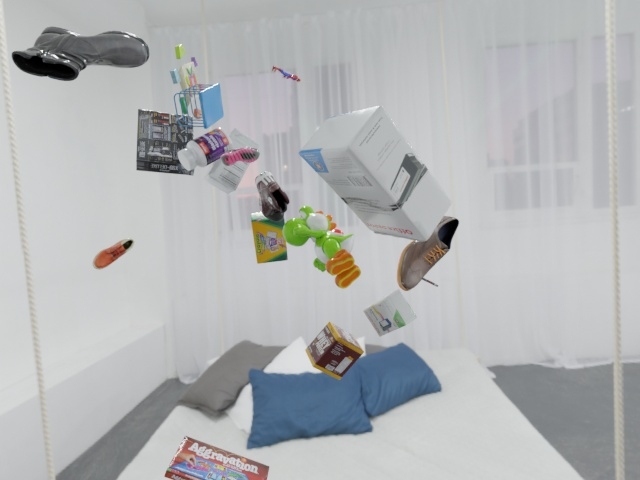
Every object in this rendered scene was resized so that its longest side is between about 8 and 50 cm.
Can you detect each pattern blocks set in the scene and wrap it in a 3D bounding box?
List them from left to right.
[{"bbox_3d":[-0.525,-0.635,1.616,0.026,0.285,0.325,-5,44,3],"label":"pattern blocks set"}]

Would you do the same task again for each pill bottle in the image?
[{"bbox_3d":[-0.444,-0.348,1.540,0.193,0.108,0.108,-39,23,-29],"label":"pill bottle"}]

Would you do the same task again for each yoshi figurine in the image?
[{"bbox_3d":[-0.020,0.019,1.478,0.203,0.203,0.362,2,37,-38],"label":"yoshi figurine"}]

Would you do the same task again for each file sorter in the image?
[{"bbox_3d":[-0.420,-0.472,1.392,0.104,0.118,0.170,4,31,7],"label":"file sorter"}]

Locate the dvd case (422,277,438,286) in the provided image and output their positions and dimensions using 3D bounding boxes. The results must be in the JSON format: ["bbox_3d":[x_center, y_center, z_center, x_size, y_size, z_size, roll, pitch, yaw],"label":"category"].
[{"bbox_3d":[0.527,0.196,2.017,0.119,0.013,0.087,24,4,-8],"label":"dvd case"}]

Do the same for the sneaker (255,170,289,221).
[{"bbox_3d":[-0.183,-0.141,1.666,0.106,0.281,0.162,-34,55,-13],"label":"sneaker"}]

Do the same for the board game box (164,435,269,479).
[{"bbox_3d":[-0.294,0.676,1.174,0.281,0.027,0.145,21,10,-3],"label":"board game box"}]

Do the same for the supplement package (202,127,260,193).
[{"bbox_3d":[-0.398,-0.348,1.782,0.134,0.244,0.139,31,-16,-24],"label":"supplement package"}]

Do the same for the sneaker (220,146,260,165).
[{"bbox_3d":[-0.226,-0.250,1.148,0.119,0.047,0.057,-3,37,17],"label":"sneaker"}]

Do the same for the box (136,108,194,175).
[{"bbox_3d":[-0.702,-0.446,1.819,0.242,0.307,0.076,1,-30,-25],"label":"box"}]

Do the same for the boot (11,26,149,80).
[{"bbox_3d":[-0.722,-0.557,1.239,0.338,0.118,0.223,-1,45,-6],"label":"boot"}]

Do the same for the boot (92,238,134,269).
[{"bbox_3d":[-0.745,0.044,1.445,0.084,0.059,0.158,-10,30,44],"label":"boot"}]

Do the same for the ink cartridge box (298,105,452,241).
[{"bbox_3d":[0.167,-0.191,1.226,0.395,0.166,0.285,44,-14,-28],"label":"ink cartridge box"}]

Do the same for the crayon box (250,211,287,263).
[{"bbox_3d":[-0.262,-0.016,2.063,0.165,0.278,0.081,-7,38,-7],"label":"crayon box"}]

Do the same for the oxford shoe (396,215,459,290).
[{"bbox_3d":[0.430,0.044,1.608,0.130,0.364,0.133,37,-14,-18],"label":"oxford shoe"}]

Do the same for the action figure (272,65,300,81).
[{"bbox_3d":[-0.122,-0.606,1.468,0.115,0.030,0.038,7,23,-34],"label":"action figure"}]

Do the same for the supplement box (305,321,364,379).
[{"bbox_3d":[0.069,0.540,1.962,0.191,0.194,0.129,36,7,-30],"label":"supplement box"}]

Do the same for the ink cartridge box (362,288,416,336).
[{"bbox_3d":[0.319,0.342,1.873,0.093,0.154,0.212,-26,-11,-35],"label":"ink cartridge box"}]
